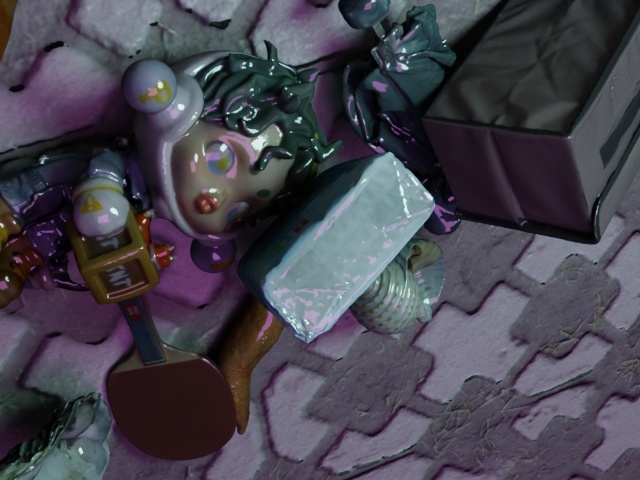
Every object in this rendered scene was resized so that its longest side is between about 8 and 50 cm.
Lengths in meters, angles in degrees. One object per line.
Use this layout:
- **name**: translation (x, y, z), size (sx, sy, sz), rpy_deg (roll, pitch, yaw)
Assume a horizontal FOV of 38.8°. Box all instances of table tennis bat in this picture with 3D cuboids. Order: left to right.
- **table tennis bat**: translation (-0.193, 0.165, 1.103), size (0.154, 0.021, 0.274), rpy_deg (-11, 120, 5)

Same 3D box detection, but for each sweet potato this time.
- **sweet potato**: translation (-0.084, 0.118, 1.128), size (0.067, 0.059, 0.281), rpy_deg (4, 118, -42)

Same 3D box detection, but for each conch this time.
- **conch**: translation (0.094, 0.052, 1.151), size (0.135, 0.102, 0.153), rpy_deg (-63, 159, 5)

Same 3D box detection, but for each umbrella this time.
- **umbrella**: translation (0.104, -0.153, 1.030), size (0.143, 0.094, 0.349), rpy_deg (-55, 137, -17)

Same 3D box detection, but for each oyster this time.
- **oyster**: translation (-0.299, 0.261, 1.016), size (0.087, 0.252, 0.199), rpy_deg (15, 133, 13)

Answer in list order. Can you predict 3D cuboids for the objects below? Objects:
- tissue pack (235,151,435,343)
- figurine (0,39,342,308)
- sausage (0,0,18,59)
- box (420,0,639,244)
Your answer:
- **tissue pack**: translation (0.000, 0.000, 0.922), size (0.089, 0.263, 0.177), rpy_deg (44, 85, -10)
- **figurine**: translation (-0.162, -0.060, 0.889), size (0.382, 0.186, 0.261), rpy_deg (-28, 153, -12)
- **sausage**: translation (-0.255, -0.269, 0.786), size (0.302, 0.076, 0.103), rpy_deg (-48, 125, 7)
- **box**: translation (0.255, -0.146, 0.995), size (0.252, 0.188, 0.153), rpy_deg (-52, 134, -26)
